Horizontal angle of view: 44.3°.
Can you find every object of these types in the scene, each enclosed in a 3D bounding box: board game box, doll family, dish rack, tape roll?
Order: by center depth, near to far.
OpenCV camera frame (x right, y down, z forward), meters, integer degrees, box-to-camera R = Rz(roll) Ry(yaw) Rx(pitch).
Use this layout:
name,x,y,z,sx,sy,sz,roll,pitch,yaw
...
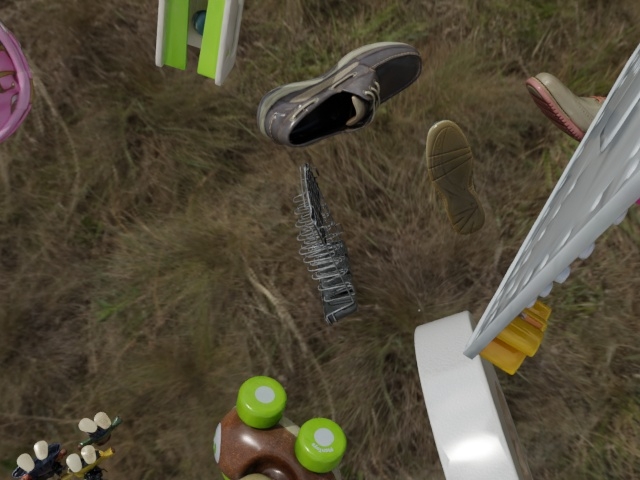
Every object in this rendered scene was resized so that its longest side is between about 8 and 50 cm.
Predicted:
name,x,y,z,sx,sy,sz,roll,pitch,yaw
board game box,0.257,-0.107,0.579,0.050,0.390,0.390,32,69,9
tape roll,0.206,0.276,0.923,0.072,0.392,0.392,-20,83,10
doll family,-0.334,0.296,1.006,0.193,0.111,0.076,-23,73,-21
dish rack,0.000,0.000,1.468,0.074,0.272,0.208,-19,41,7

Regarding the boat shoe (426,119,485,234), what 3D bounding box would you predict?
name,x,y,z,sx,sy,sz,roll,pitch,yaw
boat shoe,0.153,-0.077,0.927,0.056,0.049,0.152,-18,121,1

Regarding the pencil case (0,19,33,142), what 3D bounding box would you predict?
name,x,y,z,sx,sy,sz,roll,pitch,yaw
pencil case,-0.435,-0.218,0.875,0.160,0.386,0.167,-43,126,-4

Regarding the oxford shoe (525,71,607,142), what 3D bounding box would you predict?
name,x,y,z,sx,sy,sz,roll,pitch,yaw
oxford shoe,0.542,-0.247,1.545,0.348,0.123,0.130,29,110,-31

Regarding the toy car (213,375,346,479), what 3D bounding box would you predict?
name,x,y,z,sx,sy,sz,roll,pitch,yaw
toy car,-0.081,0.266,0.805,0.149,0.155,0.188,32,45,16

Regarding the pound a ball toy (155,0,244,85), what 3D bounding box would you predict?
name,x,y,z,sx,sy,sz,roll,pitch,yaw
pound a ball toy,-0.227,-0.445,1.319,0.208,0.319,0.136,17,47,1

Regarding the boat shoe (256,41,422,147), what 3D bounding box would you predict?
name,x,y,z,sx,sy,sz,roll,pitch,yaw
boat shoe,0.055,-0.265,1.515,0.355,0.132,0.130,-29,47,-12
